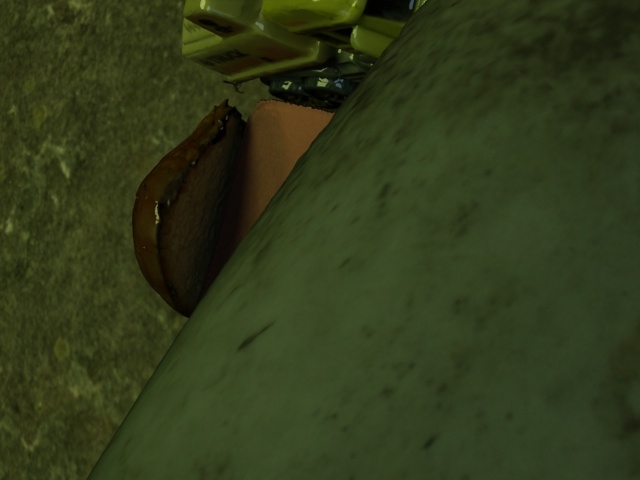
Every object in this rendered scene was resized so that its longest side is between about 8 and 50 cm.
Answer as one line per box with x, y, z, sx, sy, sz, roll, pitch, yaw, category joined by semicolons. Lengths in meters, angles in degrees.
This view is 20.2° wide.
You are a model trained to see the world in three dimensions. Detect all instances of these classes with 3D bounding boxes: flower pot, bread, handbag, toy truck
0.107;0.046;0.614;0.293;0.293;0.330;-24;31;56;flower pot
-0.085;-0.019;1.194;0.044;0.129;0.126;16;56;24;bread
0.000;0.000;1.101;0.212;0.059;0.157;20;93;63;handbag
-0.004;-0.157;1.081;0.272;0.157;0.124;4;81;62;toy truck
